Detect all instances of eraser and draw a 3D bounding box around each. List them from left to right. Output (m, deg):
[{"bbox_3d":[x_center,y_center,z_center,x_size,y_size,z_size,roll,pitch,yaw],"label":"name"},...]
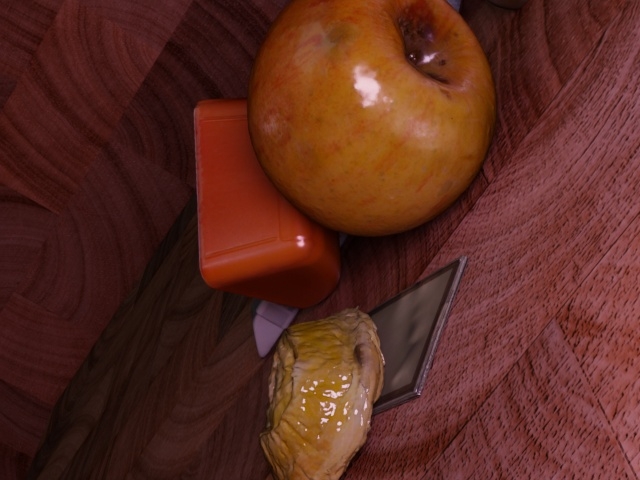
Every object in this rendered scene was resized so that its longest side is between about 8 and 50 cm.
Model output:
[{"bbox_3d":[-0.017,0.016,1.675,0.352,0.061,0.089,-56,12,10],"label":"eraser"}]

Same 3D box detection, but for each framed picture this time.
[{"bbox_3d":[0.075,0.120,1.214,0.231,0.010,0.173,-37,25,58],"label":"framed picture"}]

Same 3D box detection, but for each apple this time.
[{"bbox_3d":[0.052,-0.152,1.281,0.275,0.299,0.299,-29,30,45],"label":"apple"}]

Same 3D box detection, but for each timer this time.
[{"bbox_3d":[-0.050,-0.050,1.508,0.250,0.161,0.257,36,-133,-68],"label":"timer"}]

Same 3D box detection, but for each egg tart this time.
[{"bbox_3d":[-0.014,0.176,1.210,0.232,0.098,0.252,132,155,-53],"label":"egg tart"}]

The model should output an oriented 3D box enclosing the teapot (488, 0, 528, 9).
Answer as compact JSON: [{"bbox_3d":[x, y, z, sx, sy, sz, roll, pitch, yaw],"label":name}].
[{"bbox_3d":[0.243,-0.354,1.499,0.085,0.080,0.110,-62,14,-12],"label":"teapot"}]

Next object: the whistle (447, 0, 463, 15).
[{"bbox_3d":[0.196,-0.409,1.700,0.346,0.134,0.142,-36,57,38],"label":"whistle"}]
